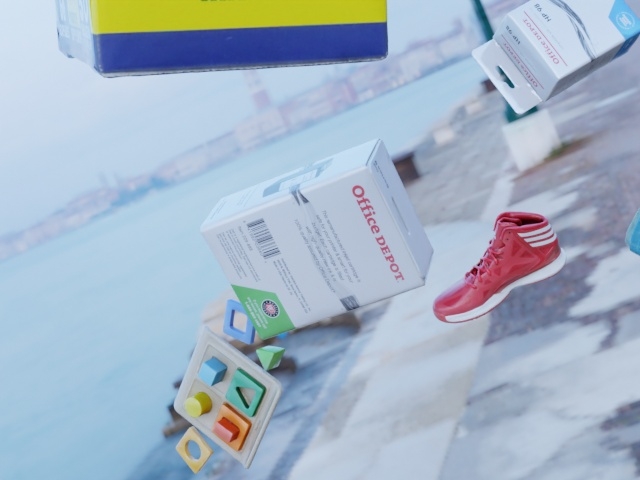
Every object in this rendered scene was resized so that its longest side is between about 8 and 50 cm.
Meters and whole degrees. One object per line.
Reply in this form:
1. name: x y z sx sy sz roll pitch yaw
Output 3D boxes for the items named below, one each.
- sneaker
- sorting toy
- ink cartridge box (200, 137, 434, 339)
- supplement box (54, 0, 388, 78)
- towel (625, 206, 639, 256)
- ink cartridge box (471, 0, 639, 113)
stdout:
1. sneaker: 0.253 0.027 1.760 0.221 0.128 0.087 -30 34 -3
2. sorting toy: -0.168 0.270 1.971 0.047 0.196 0.348 -15 -45 -52
3. ink cartridge box: 0.000 0.000 1.765 0.289 0.211 0.121 -19 20 22
4. supplement box: -0.080 -0.298 0.769 0.195 0.357 0.194 -6 14 -18
5. towel: 0.647 -0.034 1.706 0.040 0.272 0.370 16 13 -45
6. ink cartridge box: 0.283 -0.239 1.389 0.180 0.104 0.060 -32 -12 -20
